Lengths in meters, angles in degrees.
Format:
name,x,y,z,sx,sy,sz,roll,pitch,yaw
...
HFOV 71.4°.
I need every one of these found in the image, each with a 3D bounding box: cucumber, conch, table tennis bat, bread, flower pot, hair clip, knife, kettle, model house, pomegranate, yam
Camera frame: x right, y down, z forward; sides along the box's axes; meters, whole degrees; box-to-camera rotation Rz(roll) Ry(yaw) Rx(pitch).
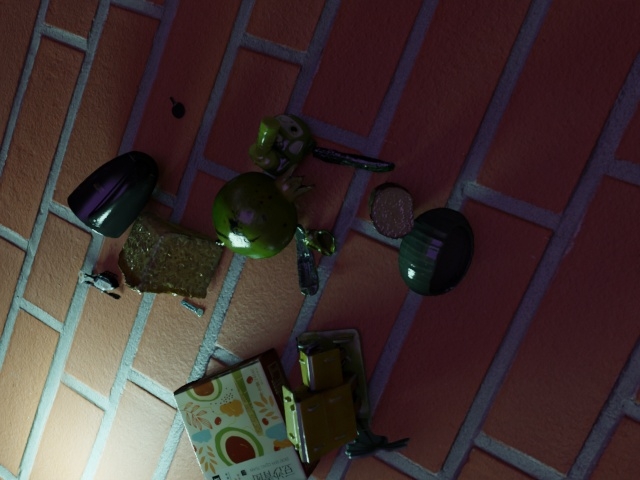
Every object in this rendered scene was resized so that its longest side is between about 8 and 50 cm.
name,x,y,z,sx,sy,sz,roll,pitch,yaw
cucumber,0.096,-0.239,1.329,0.256,0.043,0.044,15,101,17
conch,0.000,0.000,1.349,0.121,0.074,0.089,43,137,-9
table tennis bat,-0.499,-0.461,1.541,0.050,0.007,0.083,-33,83,17
bread,-0.519,0.053,1.533,0.315,0.278,0.249,36,105,58
flower pot,0.306,0.031,1.189,0.157,0.189,0.243,35,112,55
hair clip,-0.048,0.060,1.387,0.065,0.036,0.229,-12,85,18
knife,-0.446,0.233,1.539,0.096,0.010,0.027,25,99,16
kettle,-0.663,-0.164,1.483,0.290,0.268,0.207,-43,118,5
model house,0.056,0.422,1.211,0.339,0.323,0.301,-8,90,19
pomegranate,-0.167,-0.091,1.314,0.340,0.260,0.261,-40,79,19
yam,0.191,-0.089,1.208,0.128,0.238,0.129,28,102,1

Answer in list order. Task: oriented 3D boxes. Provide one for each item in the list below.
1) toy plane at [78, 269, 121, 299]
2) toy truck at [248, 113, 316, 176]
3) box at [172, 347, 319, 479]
name,x,y,z,sx,sy,sz,roll,pitch,yaw
toy plane,-0.815,0.150,1.640,0.196,0.053,0.078,18,106,13
toy truck,-0.135,-0.282,1.332,0.148,0.210,0.187,44,122,12
box,-0.240,0.593,1.420,0.344,0.122,0.386,-25,84,17
